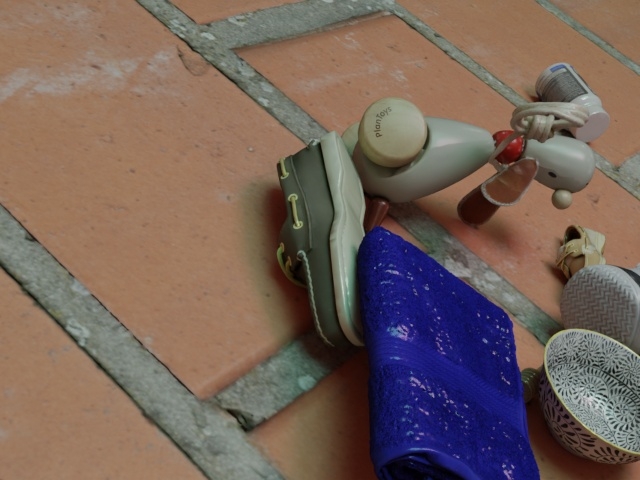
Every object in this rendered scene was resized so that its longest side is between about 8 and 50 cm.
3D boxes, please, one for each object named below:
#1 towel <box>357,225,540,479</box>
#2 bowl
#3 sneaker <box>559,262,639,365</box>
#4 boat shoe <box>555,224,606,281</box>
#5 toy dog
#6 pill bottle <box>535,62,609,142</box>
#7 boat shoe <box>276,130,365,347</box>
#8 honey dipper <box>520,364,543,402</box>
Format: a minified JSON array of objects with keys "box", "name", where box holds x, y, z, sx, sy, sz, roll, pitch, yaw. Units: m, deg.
[{"box":[0.133,0.140,0.985,0.227,0.076,0.308,40,28,-30],"name":"towel"},{"box":[0.300,0.186,1.099,0.170,0.080,0.170,17,37,-14],"name":"bowl"},{"box":[0.467,0.159,1.197,0.210,0.137,0.366,-13,55,-46],"name":"sneaker"},{"box":[0.346,0.027,1.351,0.059,0.063,0.170,28,26,3],"name":"boat shoe"},{"box":[0.173,-0.073,1.262,0.333,0.161,0.220,4,-9,14],"name":"toy dog"},{"box":[0.431,-0.235,1.715,0.078,0.078,0.137,4,42,-30],"name":"pill bottle"},{"box":[0.002,0.003,1.120,0.305,0.091,0.109,-95,160,-44],"name":"boat shoe"},{"box":[0.264,0.148,1.173,0.030,0.030,0.160,42,33,18],"name":"honey dipper"}]
